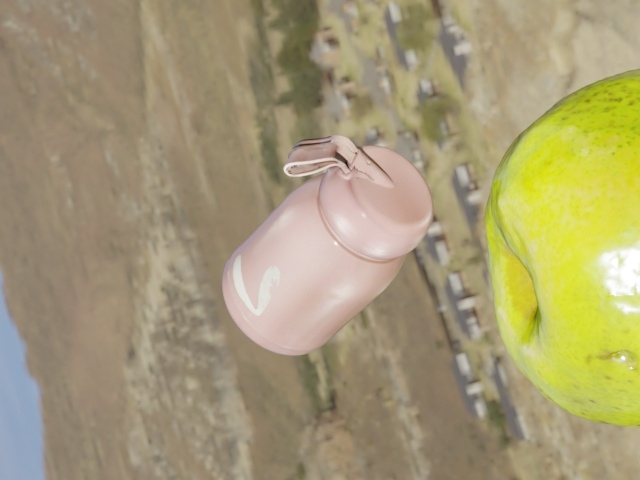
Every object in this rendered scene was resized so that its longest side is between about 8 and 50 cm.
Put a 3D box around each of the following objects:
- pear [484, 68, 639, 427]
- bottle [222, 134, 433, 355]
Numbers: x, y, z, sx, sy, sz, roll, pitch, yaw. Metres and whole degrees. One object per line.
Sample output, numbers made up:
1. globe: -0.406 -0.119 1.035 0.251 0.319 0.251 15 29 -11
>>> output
1. pear: 0.362 0.004 1.336 0.391 0.391 0.391 164 90 -82
2. bottle: 0.000 0.000 1.623 0.297 0.206 0.173 -44 16 45
